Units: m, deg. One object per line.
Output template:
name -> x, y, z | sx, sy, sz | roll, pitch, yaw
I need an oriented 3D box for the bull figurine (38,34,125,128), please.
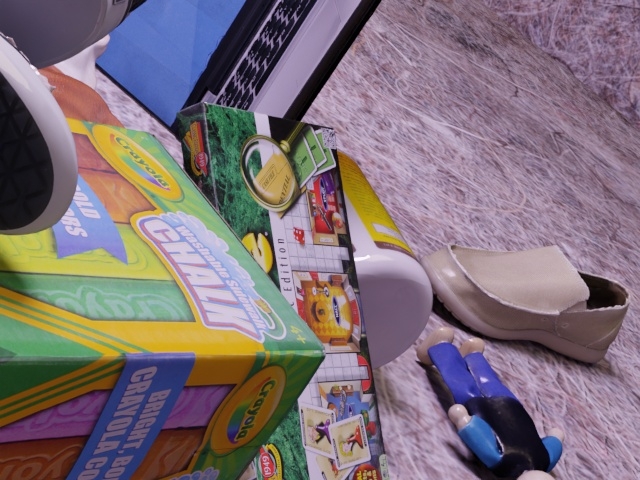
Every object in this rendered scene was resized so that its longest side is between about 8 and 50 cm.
bull figurine -> -0.185, -0.055, 0.854 | 0.188, 0.101, 0.310 | 38, 25, -10

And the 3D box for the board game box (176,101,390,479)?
board game box -> -0.021, 0.045, 0.792 | 0.136, 0.030, 0.259 | 3, 74, -50

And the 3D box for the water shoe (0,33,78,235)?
water shoe -> -0.168, -0.083, 0.488 | 0.203, 0.073, 0.080 | 38, 19, 3

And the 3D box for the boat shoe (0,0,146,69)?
boat shoe -> -0.238, -0.136, 0.736 | 0.113, 0.306, 0.105 | 70, 23, -13

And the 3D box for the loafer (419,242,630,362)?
loafer -> 0.212, 0.047, 1.242 | 0.268, 0.092, 0.102 | 18, 28, -38

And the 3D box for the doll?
doll -> 0.147, 0.149, 0.998 | 0.129, 0.046, 0.189 | 21, 25, -31

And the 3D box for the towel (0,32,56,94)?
towel -> -0.285, -0.110, 0.668 | 0.282, 0.187, 0.049 | 46, 24, 8

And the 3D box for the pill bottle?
pill bottle -> 0.000, 0.000, 0.993 | 0.117, 0.117, 0.215 | 20, 26, -34

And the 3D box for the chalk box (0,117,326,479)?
chalk box -> -0.135, 0.056, 0.592 | 0.289, 0.179, 0.180 | 4, 37, -52

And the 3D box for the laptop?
laptop -> -0.106, -0.254, 1.006 | 0.236, 0.382, 0.408 | 27, 23, -18
